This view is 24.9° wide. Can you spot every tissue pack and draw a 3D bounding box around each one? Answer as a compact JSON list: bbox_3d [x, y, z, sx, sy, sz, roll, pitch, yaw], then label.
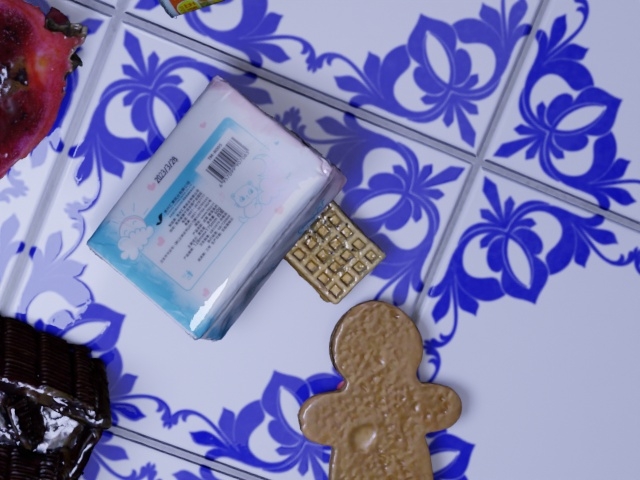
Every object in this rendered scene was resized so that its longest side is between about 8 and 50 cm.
[{"bbox_3d":[-0.127,-0.035,1.775,0.201,0.124,0.271,39,93,10],"label":"tissue pack"}]

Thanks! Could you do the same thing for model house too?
[{"bbox_3d":[-0.389,0.228,1.725,0.283,0.317,0.297,-16,113,-1],"label":"model house"}]

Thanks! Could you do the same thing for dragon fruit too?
[{"bbox_3d":[-0.385,-0.216,1.741,0.212,0.134,0.262,-16,116,-17],"label":"dragon fruit"}]

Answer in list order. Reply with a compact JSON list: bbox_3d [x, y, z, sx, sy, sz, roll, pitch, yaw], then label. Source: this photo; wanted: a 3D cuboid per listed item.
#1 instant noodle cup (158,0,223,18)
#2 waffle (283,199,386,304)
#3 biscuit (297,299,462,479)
[{"bbox_3d":[-0.108,-0.364,1.731,0.212,0.193,0.193,-24,101,5],"label":"instant noodle cup"},{"bbox_3d":[0.000,0.000,1.858,0.102,0.042,0.148,-44,101,0],"label":"waffle"},{"bbox_3d":[0.079,0.244,1.905,0.216,0.047,0.339,-9,97,-9],"label":"biscuit"}]
